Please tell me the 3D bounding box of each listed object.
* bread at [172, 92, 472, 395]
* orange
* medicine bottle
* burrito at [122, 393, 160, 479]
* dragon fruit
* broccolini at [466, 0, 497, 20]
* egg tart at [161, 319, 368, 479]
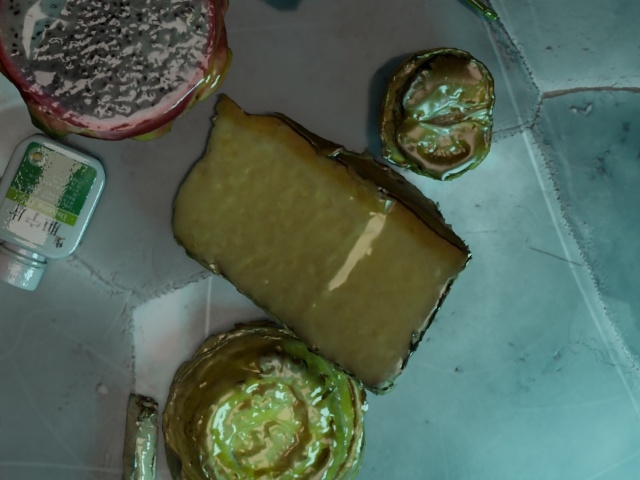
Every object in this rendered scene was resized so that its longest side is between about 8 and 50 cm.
[{"bbox_3d":[0.000,0.000,1.613,0.315,0.279,0.248,25,99,-21],"label":"bread"},{"bbox_3d":[0.147,-0.160,1.687,0.170,0.112,0.160,-37,102,15],"label":"orange"},{"bbox_3d":[-0.345,-0.034,1.658,0.119,0.069,0.183,24,94,-12],"label":"medicine bottle"},{"bbox_3d":[-0.233,0.290,1.722,0.045,0.041,0.186,1,97,-49],"label":"burrito"},{"bbox_3d":[-0.250,-0.252,1.598,0.290,0.189,0.291,0,87,-6],"label":"dragon fruit"},{"bbox_3d":[0.162,-0.358,1.712,0.052,0.054,0.194,-24,107,26],"label":"broccolini"},{"bbox_3d":[-0.069,0.243,1.710,0.278,0.095,0.279,-1,98,-7],"label":"egg tart"}]
